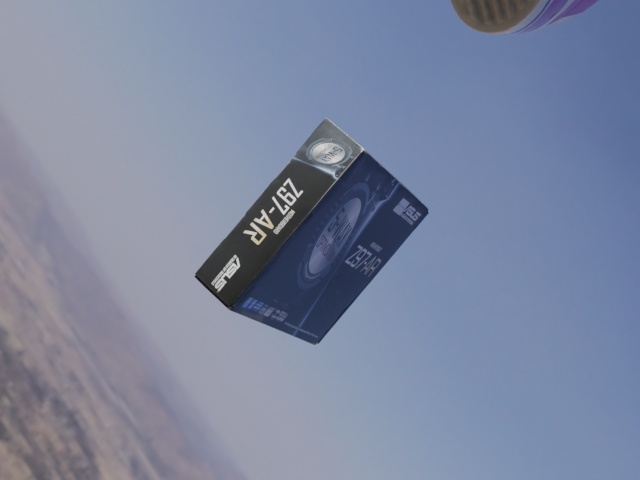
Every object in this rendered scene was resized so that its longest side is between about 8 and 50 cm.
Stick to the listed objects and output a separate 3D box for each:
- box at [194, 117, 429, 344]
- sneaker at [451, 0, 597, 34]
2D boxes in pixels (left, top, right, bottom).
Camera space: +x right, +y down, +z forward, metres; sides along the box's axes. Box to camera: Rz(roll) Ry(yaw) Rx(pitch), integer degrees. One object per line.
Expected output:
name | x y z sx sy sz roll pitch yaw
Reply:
box | 0.000 0.000 0.436 0.018 0.067 0.083 42 3 23
sneaker | 0.203 -0.273 0.898 0.102 0.282 0.161 45 29 21
